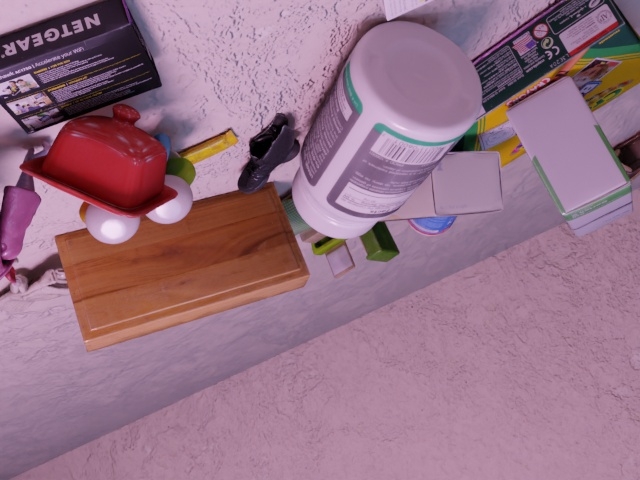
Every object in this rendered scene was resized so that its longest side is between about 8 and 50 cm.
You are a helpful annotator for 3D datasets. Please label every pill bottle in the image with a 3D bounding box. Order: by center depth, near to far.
[{"bbox_3d":[0.085,-0.155,1.151,0.204,0.204,0.361,-13,160,-26],"label":"pill bottle"},{"bbox_3d":[0.271,-0.104,1.636,0.124,0.124,0.221,-19,162,-11],"label":"pill bottle"}]

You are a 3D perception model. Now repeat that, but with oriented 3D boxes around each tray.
[{"bbox_3d":[-0.247,0.040,1.312,0.411,0.202,0.076,-16,161,-20],"label":"tray"}]

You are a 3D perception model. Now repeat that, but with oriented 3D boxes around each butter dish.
[{"bbox_3d":[-0.256,-0.112,0.893,0.160,0.160,0.118,-58,172,-72],"label":"butter dish"}]

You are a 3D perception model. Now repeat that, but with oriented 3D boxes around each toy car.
[{"bbox_3d":[-0.277,-0.094,1.044,0.182,0.159,0.136,-21,125,-4],"label":"toy car"}]

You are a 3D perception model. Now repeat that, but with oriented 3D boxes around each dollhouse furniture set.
[{"bbox_3d":[0.000,0.000,1.569,0.198,0.151,0.301,-32,159,27],"label":"dollhouse furniture set"}]

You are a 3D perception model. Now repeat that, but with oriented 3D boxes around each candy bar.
[{"bbox_3d":[-0.210,-0.136,1.158,0.161,0.018,0.040,-23,158,2],"label":"candy bar"}]

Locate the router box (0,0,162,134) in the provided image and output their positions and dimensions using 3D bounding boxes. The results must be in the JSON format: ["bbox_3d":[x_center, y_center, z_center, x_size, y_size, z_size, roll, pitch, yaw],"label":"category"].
[{"bbox_3d":[-0.290,-0.200,0.839,0.179,0.046,0.133,-21,161,-4],"label":"router box"}]

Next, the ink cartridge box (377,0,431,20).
[{"bbox_3d":[0.154,-0.361,0.871,0.198,0.067,0.115,-24,161,4],"label":"ink cartridge box"}]

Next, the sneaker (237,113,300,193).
[{"bbox_3d":[-0.100,-0.143,1.220,0.170,0.051,0.089,-36,158,24],"label":"sneaker"}]

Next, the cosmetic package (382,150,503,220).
[{"bbox_3d":[0.183,-0.096,1.373,0.160,0.113,0.309,-5,-178,-27],"label":"cosmetic package"}]

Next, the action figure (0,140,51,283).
[{"bbox_3d":[-0.429,-0.029,0.843,0.248,0.275,0.370,-25,149,-12],"label":"action figure"}]

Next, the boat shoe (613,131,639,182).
[{"bbox_3d":[0.843,-0.214,2.023,0.342,0.123,0.123,-37,149,27],"label":"boat shoe"}]

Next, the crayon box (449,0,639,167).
[{"bbox_3d":[0.404,-0.280,1.325,0.363,0.106,0.313,-33,159,29],"label":"crayon box"}]

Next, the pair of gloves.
[{"bbox_3d":[-0.569,0.089,1.296,0.204,0.042,0.240,-23,160,23],"label":"pair of gloves"}]

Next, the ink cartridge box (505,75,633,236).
[{"bbox_3d":[0.452,-0.135,1.281,0.122,0.211,0.289,-29,162,18],"label":"ink cartridge box"}]
